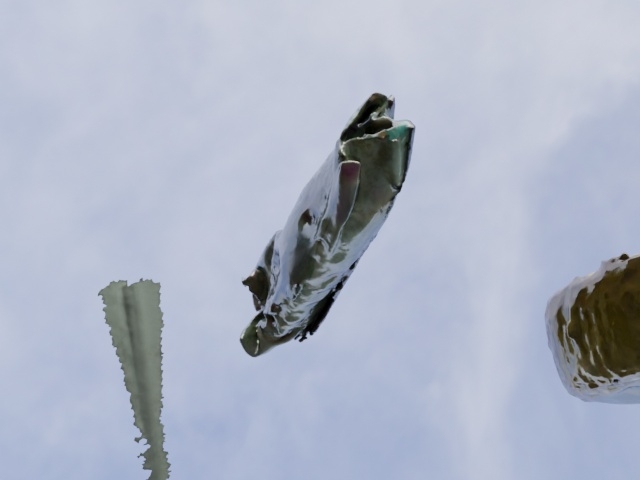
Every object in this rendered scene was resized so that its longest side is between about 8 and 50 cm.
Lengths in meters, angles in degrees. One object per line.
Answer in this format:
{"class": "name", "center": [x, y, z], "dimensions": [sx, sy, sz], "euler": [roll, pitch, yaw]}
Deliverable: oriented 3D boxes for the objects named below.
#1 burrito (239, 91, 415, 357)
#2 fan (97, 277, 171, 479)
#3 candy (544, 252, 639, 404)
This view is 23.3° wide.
{"class": "burrito", "center": [0.002, -0.002, 1.262], "dimensions": [0.066, 0.096, 0.309], "euler": [10, -36, -18]}
{"class": "fan", "center": [-0.077, 0.215, 0.806], "dimensions": [0.233, 0.012, 0.415], "euler": [-3, -111, -6]}
{"class": "candy", "center": [0.311, 0.057, 1.265], "dimensions": [0.260, 0.260, 0.118], "euler": [-21, -103, 24]}
